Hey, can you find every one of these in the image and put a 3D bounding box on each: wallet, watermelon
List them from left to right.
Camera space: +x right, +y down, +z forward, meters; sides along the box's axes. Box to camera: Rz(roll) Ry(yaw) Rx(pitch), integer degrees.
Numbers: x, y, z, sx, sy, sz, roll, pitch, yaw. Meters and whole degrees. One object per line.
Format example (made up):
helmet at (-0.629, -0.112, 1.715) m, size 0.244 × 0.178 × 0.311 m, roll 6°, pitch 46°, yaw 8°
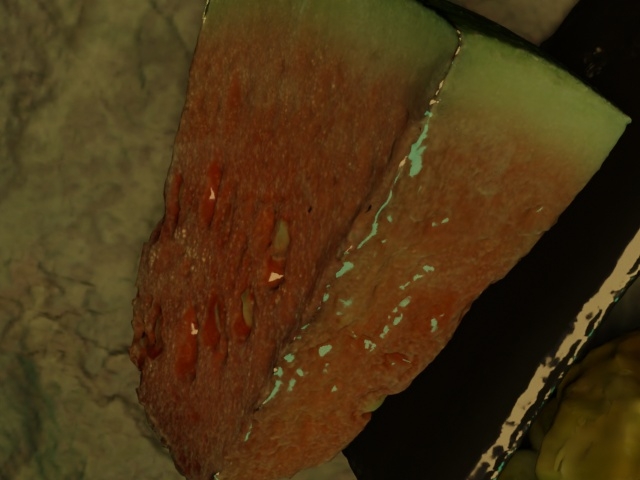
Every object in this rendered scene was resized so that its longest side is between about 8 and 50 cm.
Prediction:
watermelon at (0.000, 0.000, 0.823) m, size 0.139 × 0.193 × 0.257 m, roll 21°, pitch 99°, yaw -33°
wallet at (0.097, 0.007, 0.823) m, size 0.030 × 0.146 × 0.285 m, roll 26°, pitch 104°, yaw -35°

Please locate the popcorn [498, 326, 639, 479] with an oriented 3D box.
popcorn at (0.177, 0.149, 0.824) m, size 0.204 × 0.184 × 0.221 m, roll 33°, pitch 97°, yaw -5°
